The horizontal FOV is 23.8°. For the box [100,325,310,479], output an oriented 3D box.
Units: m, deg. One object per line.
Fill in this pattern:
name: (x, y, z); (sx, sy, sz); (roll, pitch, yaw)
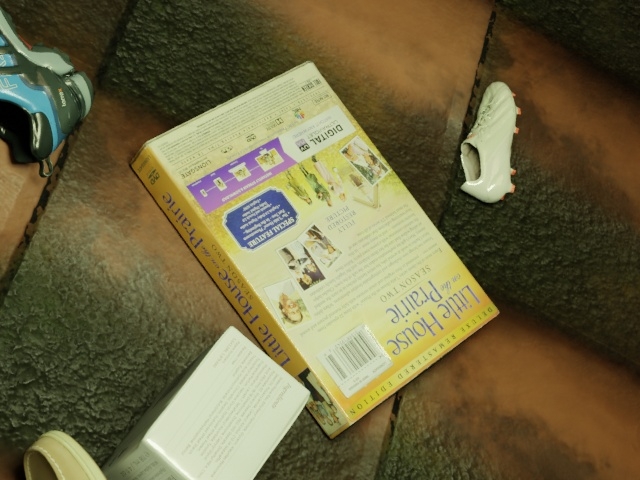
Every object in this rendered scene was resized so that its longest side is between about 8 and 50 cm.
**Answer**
box: (-0.132, 0.218, 1.627); (0.119, 0.181, 0.182); (41, 51, -5)

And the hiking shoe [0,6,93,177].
hiking shoe: (-0.407, -0.209, 1.744); (0.304, 0.113, 0.132); (33, 51, -11)

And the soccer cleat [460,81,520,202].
soccer cleat: (0.234, -0.145, 2.128); (0.076, 0.068, 0.196); (16, 60, -20)

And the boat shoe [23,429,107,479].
boat shoe: (-0.249, 0.341, 1.540); (0.098, 0.109, 0.302); (-13, 77, -37)

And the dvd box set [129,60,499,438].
dvd box set: (0.000, 0.000, 1.907); (0.307, 0.062, 0.420); (-33, 83, -39)
